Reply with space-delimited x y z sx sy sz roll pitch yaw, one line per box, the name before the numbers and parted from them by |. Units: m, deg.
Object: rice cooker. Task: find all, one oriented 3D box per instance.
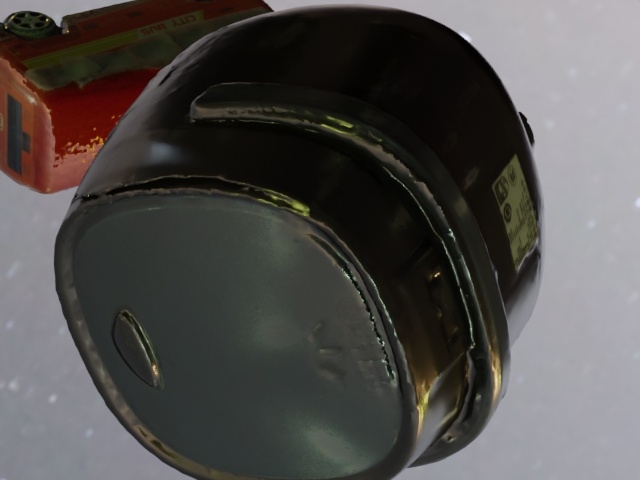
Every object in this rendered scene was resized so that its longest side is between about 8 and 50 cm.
rice cooker | 0.000 0.000 1.097 0.267 0.267 0.224 39 -138 1

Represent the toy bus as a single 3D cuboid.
toy bus | -0.136 -0.121 1.506 0.265 0.121 0.120 -18 -141 -33
